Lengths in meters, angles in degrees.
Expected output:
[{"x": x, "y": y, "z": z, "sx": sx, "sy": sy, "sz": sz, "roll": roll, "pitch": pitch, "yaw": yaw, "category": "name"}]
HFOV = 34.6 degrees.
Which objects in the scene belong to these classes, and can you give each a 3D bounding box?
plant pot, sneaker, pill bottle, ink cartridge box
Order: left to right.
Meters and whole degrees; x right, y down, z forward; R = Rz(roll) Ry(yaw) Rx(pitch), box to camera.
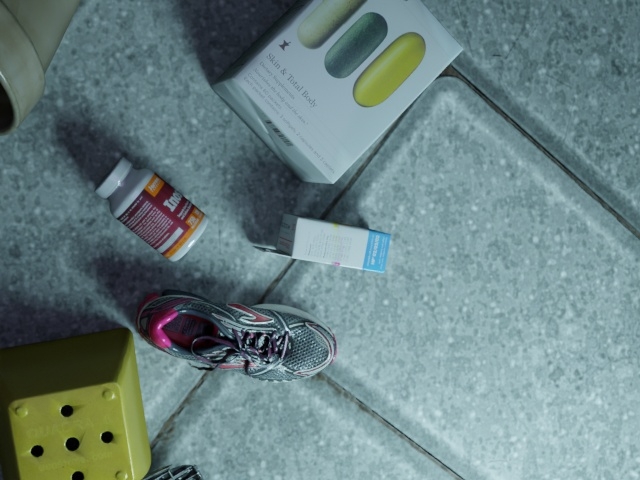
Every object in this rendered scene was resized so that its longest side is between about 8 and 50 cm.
[{"x": -0.428, "y": -0.339, "z": 1.289, "sx": 0.323, "sy": 0.323, "sz": 0.280, "roll": 40, "pitch": 64, "yaw": -15, "category": "plant pot"}, {"x": -0.342, "y": 0.254, "z": 1.404, "sx": 0.212, "sy": 0.187, "sz": 0.212, "roll": -9, "pitch": 98, "yaw": -14, "category": "plant pot"}, {"x": -0.241, "y": -0.046, "z": 1.456, "sx": 0.152, "sy": 0.086, "sz": 0.086, "roll": 40, "pitch": 84, "yaw": -15, "category": "pill bottle"}, {"x": -0.118, "y": 0.150, "z": 1.493, "sx": 0.299, "sy": 0.112, "sz": 0.121, "roll": 9, "pitch": 93, "yaw": -16, "category": "sneaker"}, {"x": 0.000, "y": 0.000, "z": 1.514, "sx": 0.181, "sy": 0.104, "sz": 0.062, "roll": 10, "pitch": 92, "yaw": -16, "category": "ink cartridge box"}]

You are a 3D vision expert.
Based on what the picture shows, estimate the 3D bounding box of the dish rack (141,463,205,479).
[{"x": -0.215, "y": 0.470, "z": 1.519, "sx": 0.208, "sy": 0.074, "sz": 0.272, "roll": -29, "pitch": 100, "yaw": -12, "category": "dish rack"}]

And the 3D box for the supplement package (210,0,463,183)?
[{"x": 0.017, "y": -0.242, "z": 1.448, "sx": 0.263, "sy": 0.198, "sz": 0.199, "roll": -46, "pitch": 104, "yaw": -7, "category": "supplement package"}]
